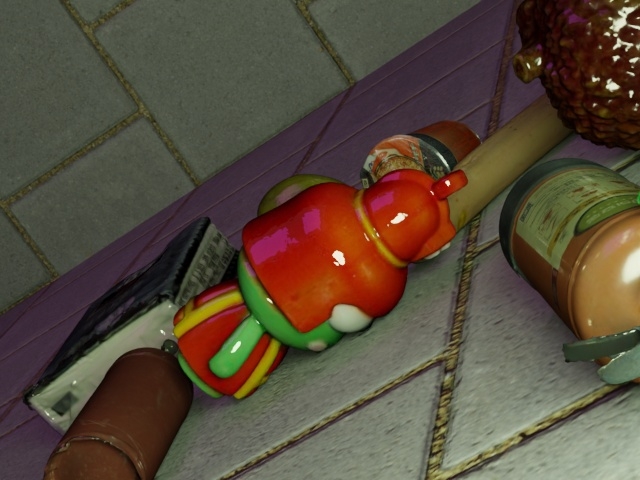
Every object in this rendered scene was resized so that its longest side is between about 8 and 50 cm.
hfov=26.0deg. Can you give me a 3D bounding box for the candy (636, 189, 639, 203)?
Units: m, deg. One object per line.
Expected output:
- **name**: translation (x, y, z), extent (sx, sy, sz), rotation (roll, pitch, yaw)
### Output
- **candy**: translation (0.305, -0.051, 0.887), extent (0.141, 0.078, 0.203), rotation (11, 8, 32)

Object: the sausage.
- **sausage**: translation (0.191, -0.075, 1.594), extent (0.301, 0.065, 0.066), rotation (-38, 11, -25)

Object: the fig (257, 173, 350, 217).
- **fig**: translation (0.015, -0.004, 1.711), extent (0.186, 0.142, 0.148), rotation (4, -18, 3)

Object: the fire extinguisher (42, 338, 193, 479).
- **fire extinguisher**: translation (-0.213, 0.208, 1.529), extent (0.147, 0.106, 0.337), rotation (-58, 2, 18)

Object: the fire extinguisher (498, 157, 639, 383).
- **fire extinguisher**: translation (0.235, 0.004, 0.956), extent (0.200, 0.113, 0.376), rotation (-34, 10, 5)

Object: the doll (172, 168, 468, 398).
- **doll**: translation (0.001, 0.027, 1.459), extent (0.363, 0.160, 0.182), rotation (-32, 4, 17)

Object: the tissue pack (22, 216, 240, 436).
- **tissue pack**: translation (-0.249, 0.118, 1.950), extent (0.259, 0.122, 0.361), rotation (-36, 12, 16)

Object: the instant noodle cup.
- **instant noodle cup**: translation (0.135, -0.087, 1.697), extent (0.127, 0.127, 0.136), rotation (-27, 5, 36)

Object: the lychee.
- **lychee**: translation (0.314, -0.205, 1.343), extent (0.271, 0.235, 0.236), rotation (-12, 6, -13)
